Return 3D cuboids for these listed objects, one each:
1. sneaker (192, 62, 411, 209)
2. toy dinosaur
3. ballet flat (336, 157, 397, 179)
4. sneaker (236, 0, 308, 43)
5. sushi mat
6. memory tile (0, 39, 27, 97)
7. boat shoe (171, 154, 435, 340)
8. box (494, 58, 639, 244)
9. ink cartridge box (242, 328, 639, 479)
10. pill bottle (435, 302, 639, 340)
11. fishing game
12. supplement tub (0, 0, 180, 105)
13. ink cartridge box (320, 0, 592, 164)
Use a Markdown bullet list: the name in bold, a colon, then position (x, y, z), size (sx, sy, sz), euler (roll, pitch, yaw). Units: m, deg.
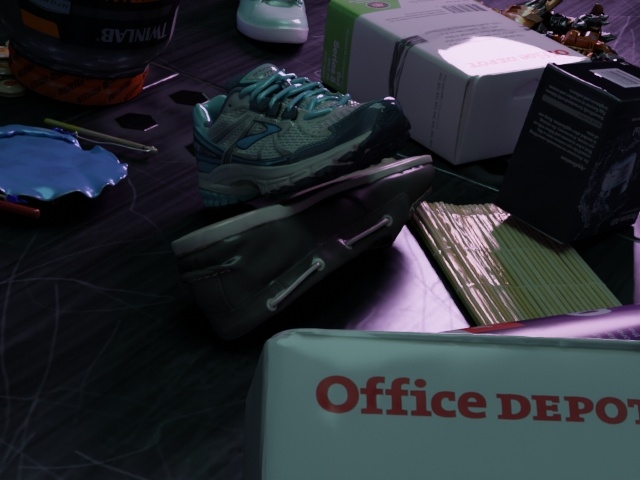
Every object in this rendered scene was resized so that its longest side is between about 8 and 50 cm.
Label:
- **sneaker**: position (-0.038, -0.104, 1.086), size (0.110, 0.122, 0.283), euler (-20, 6, -39)
- **toy dinosaur**: position (0.302, -0.287, 1.611), size (0.218, 0.164, 0.322), euler (-35, 71, -30)
- **ballet flat**: position (0.015, -0.089, 1.270), size (0.168, 0.052, 0.057), euler (1, 30, -12)
- **sneaker**: position (-0.067, -0.373, 1.654), size (0.094, 0.151, 0.256), euler (1, 31, -15)
- **sushi mat**: position (0.198, 0.045, 1.113), size (0.151, 0.019, 0.316), euler (0, 30, -17)
- **memory tile**: position (-0.366, -0.210, 1.429), size (0.113, 0.012, 0.148), euler (19, 31, 20)
- **boat shoe**: position (0.000, 0.000, 1.092), size (0.112, 0.095, 0.335), euler (-15, 5, 42)
- **box**: position (0.277, -0.094, 1.212), size (0.093, 0.158, 0.156), euler (34, 30, 32)
- **ink cartridge box**: position (0.069, 0.198, 0.555), size (0.211, 0.121, 0.289), euler (4, 67, -8)
- **pill bottle**: position (0.162, 0.137, 0.773), size (0.323, 0.181, 0.181), euler (-5, 32, -24)
- **fishing game**: position (-0.286, -0.070, 1.176), size (0.189, 0.041, 0.264), euler (14, 22, 10)
- **supplement tub**: position (-0.249, -0.336, 1.332), size (0.207, 0.338, 0.207), euler (11, 33, -7)
- **ink cartridge box**: position (0.159, -0.208, 1.453), size (0.198, 0.115, 0.273), euler (-13, 35, -32)
